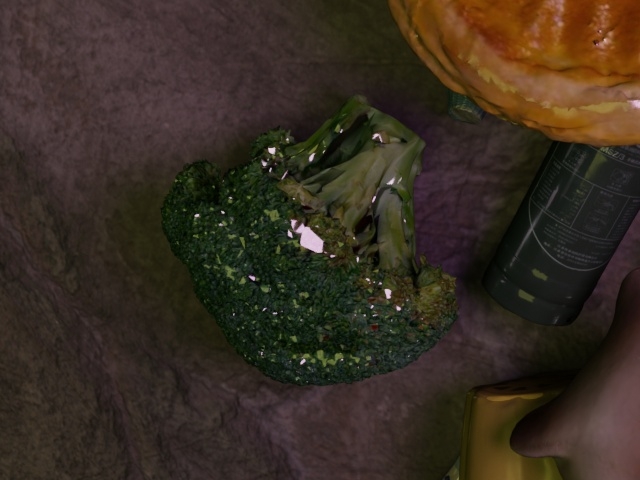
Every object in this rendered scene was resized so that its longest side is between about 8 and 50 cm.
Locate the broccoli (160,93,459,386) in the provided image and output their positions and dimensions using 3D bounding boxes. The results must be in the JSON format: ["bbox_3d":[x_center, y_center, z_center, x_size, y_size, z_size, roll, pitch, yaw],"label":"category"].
[{"bbox_3d":[0.000,0.000,1.031,0.308,0.308,0.275,32,92,15],"label":"broccoli"}]

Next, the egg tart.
[{"bbox_3d":[0.238,-0.243,0.837,0.388,0.169,0.387,-4,78,18],"label":"egg tart"}]

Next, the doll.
[{"bbox_3d":[0.359,0.202,0.853,0.370,0.226,0.215,32,99,-4],"label":"doll"}]

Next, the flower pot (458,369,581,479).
[{"bbox_3d":[0.212,0.218,1.023,0.195,0.195,0.179,-10,87,29],"label":"flower pot"}]

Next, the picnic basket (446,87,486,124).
[{"bbox_3d":[0.141,-0.149,1.014,0.065,0.083,0.083,8,71,31],"label":"picnic basket"}]

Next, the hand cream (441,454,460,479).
[{"bbox_3d":[0.126,0.289,1.159,0.065,0.043,0.170,40,114,4],"label":"hand cream"}]

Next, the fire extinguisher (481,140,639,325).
[{"bbox_3d":[0.254,-0.069,0.962,0.114,0.095,0.311,17,116,-9],"label":"fire extinguisher"}]
